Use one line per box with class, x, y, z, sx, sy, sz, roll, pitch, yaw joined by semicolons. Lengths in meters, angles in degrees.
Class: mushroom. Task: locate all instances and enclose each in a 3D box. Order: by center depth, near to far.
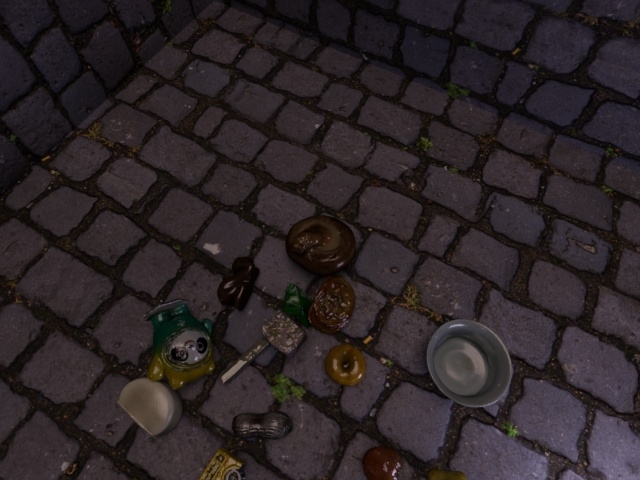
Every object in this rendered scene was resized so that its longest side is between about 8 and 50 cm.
mushroom;0.000;0.017;1.928;0.344;0.239;0.346;12;53;-17

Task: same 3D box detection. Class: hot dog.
hot dog;0.057;0.281;1.849;0.196;0.122;0.272;37;65;-13

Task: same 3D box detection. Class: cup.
cup;0.601;0.523;1.721;0.346;0.163;0.348;0;63;0

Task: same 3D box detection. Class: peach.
peach;0.109;0.529;1.743;0.179;0.103;0.180;1;61;-2

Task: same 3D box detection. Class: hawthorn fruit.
hawthorn fruit;0.221;0.866;1.558;0.188;0.149;0.149;3;64;-1

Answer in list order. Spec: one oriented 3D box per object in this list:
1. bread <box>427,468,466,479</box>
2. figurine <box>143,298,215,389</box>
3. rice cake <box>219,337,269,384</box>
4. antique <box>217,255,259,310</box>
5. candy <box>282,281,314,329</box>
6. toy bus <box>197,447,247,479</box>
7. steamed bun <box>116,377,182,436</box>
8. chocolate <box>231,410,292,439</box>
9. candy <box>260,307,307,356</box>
bread;0.482;0.993;1.531;0.160;0.088;0.233;4;66;-4
figurine;-0.590;0.436;1.722;0.323;0.231;0.340;-13;67;-38
rice cake;-0.327;0.519;1.765;0.256;0.057;0.052;-40;97;-17
antique;-0.382;0.187;1.899;0.143;0.121;0.257;16;71;16
candy;-0.086;0.296;1.827;0.078;0.203;0.141;4;61;51
toy bus;-0.412;0.953;1.503;0.152;0.144;0.330;29;65;12
steamed bun;-0.672;0.652;1.644;0.241;0.146;0.164;35;73;15
chocolate;-0.235;0.738;1.633;0.247;0.110;0.110;-2;64;-5
candy;-0.160;0.400;1.759;0.184;0.195;0.137;39;75;12
